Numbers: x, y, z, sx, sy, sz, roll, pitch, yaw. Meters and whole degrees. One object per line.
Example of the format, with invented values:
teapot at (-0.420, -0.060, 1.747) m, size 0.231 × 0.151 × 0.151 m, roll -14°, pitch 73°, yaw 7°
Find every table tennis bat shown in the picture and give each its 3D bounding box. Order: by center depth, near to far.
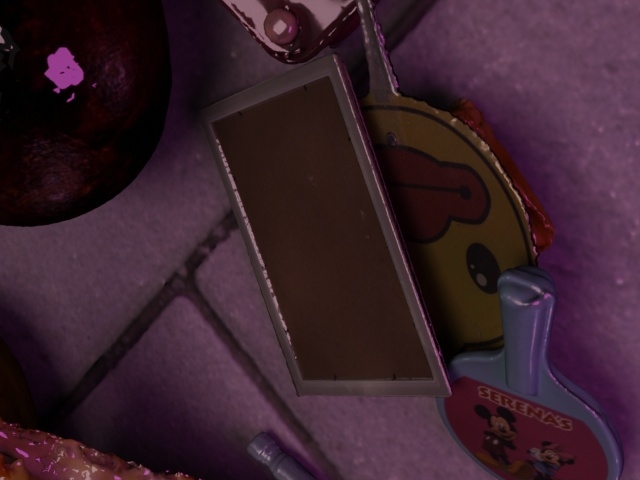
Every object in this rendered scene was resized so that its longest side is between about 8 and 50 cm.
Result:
table tennis bat at (0.151, 0.111, 0.820) m, size 0.153 × 0.040 × 0.244 m, roll 20°, pitch 141°, yaw 27°

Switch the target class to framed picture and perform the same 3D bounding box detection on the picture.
framed picture at (0.000, 0.000, 0.902) m, size 0.217 × 0.017 × 0.274 m, roll -8°, pitch 103°, yaw 55°

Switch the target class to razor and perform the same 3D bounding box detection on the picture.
razor at (0.021, 0.253, 0.985) m, size 0.232 × 0.068 × 0.106 m, roll 37°, pitch 120°, yaw 24°

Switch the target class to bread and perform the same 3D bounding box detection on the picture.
bread at (0.115, -0.037, 0.840) m, size 0.074 × 0.053 × 0.132 m, roll -38°, pitch 83°, yaw 39°

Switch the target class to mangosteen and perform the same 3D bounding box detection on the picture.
mangosteen at (-0.267, -0.148, 0.907) m, size 0.297 × 0.293 × 0.297 m, roll 163°, pitch 90°, yaw -74°

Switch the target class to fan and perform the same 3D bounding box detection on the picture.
fan at (0.061, -0.048, 0.832) m, size 0.229 × 0.011 × 0.335 m, roll 8°, pitch 120°, yaw 48°

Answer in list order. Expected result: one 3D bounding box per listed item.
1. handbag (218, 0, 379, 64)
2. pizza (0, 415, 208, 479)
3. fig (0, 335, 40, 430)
handbag at (-0.023, -0.263, 0.821) m, size 0.216 × 0.074 × 0.203 m, roll 45°, pitch 121°, yaw -4°
pizza at (-0.248, 0.286, 1.008) m, size 0.440 × 0.130 × 0.406 m, roll -20°, pitch 131°, yaw 25°
fig at (-0.339, 0.219, 1.135) m, size 0.321 × 0.217 × 0.217 m, roll 38°, pitch 122°, yaw -3°
